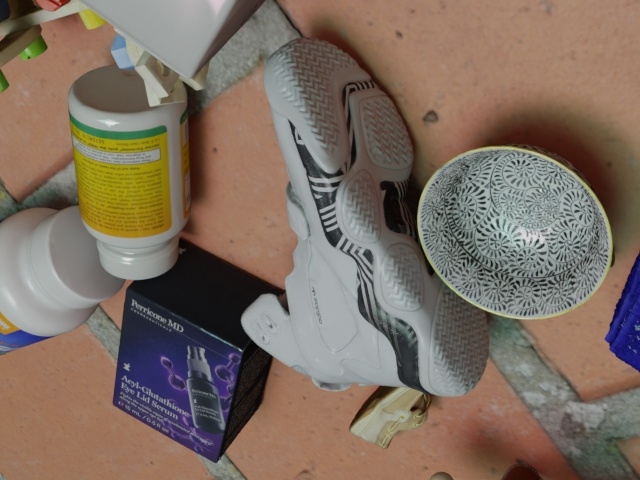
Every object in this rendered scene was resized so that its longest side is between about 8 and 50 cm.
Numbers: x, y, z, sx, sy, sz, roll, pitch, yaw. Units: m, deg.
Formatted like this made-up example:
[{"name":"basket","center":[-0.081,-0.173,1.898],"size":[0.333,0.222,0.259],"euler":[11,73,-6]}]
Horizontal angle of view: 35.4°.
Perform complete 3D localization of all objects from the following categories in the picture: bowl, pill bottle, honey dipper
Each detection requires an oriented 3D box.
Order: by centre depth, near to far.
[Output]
[{"name":"bowl","center":[0.177,-0.023,0.877],"size":[0.170,0.080,0.170],"euler":[15,127,20]},{"name":"honey dipper","center":[0.201,0.035,0.943],"size":[0.160,0.030,0.030],"euler":[-26,107,44]},{"name":"pill bottle","center":[-0.193,-0.066,1.039],"size":[0.117,0.117,0.208],"euler":[18,130,19]},{"name":"pill bottle","center":[-0.355,0.049,1.192],"size":[0.272,0.152,0.152],"euler":[-19,111,39]}]

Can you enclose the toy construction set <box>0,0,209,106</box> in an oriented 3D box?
[{"name":"toy construction set","center":[-0.229,-0.212,0.889],"size":[0.327,0.215,0.151],"euler":[7,127,26]}]

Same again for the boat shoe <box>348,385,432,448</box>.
[{"name":"boat shoe","center":[0.091,0.177,1.087],"size":[0.059,0.063,0.170],"euler":[36,142,0]}]

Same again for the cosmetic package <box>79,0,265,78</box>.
[{"name":"cosmetic package","center":[-0.027,-0.320,0.659],"size":[0.156,0.217,0.385],"euler":[35,131,-5]}]

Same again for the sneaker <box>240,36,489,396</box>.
[{"name":"sneaker","center":[0.000,0.000,0.959],"size":[0.210,0.137,0.366],"euler":[-15,111,39]}]

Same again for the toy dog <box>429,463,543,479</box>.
[{"name":"toy dog","center":[0.256,0.280,0.988],"size":[0.333,0.161,0.220],"euler":[15,176,-15]}]

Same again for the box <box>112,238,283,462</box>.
[{"name":"box","center":[-0.142,0.128,1.153],"size":[0.153,0.108,0.207],"euler":[26,132,13]}]

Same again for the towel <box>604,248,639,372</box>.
[{"name":"towel","center":[0.345,0.023,0.765],"size":[0.227,0.076,0.308],"euler":[40,138,35]}]
